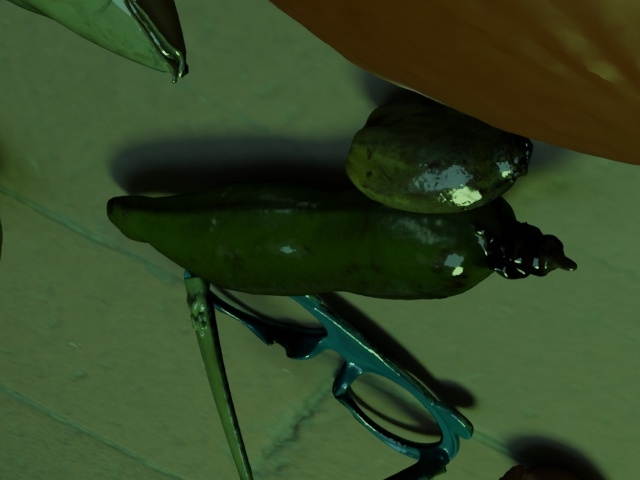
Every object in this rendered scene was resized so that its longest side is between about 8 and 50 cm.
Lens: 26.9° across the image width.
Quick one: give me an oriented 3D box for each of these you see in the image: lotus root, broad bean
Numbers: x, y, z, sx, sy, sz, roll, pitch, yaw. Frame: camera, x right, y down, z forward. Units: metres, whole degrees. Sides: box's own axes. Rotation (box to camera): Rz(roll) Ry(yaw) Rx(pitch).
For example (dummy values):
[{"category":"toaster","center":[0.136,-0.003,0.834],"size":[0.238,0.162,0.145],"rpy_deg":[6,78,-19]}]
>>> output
[{"category":"lotus root","center":[0.058,-0.039,0.637],"size":[0.099,0.054,0.049],"rpy_deg":[5,134,34]},{"category":"broad bean","center":[0.000,0.000,0.740],"size":[0.339,0.061,0.077],"rpy_deg":[1,156,40]}]

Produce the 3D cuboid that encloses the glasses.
[{"category":"glasses","center":[-0.036,0.130,0.899],"size":[0.239,0.207,0.102],"rpy_deg":[43,-177,-24]}]

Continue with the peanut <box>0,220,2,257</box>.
[{"category":"peanut","center":[-0.364,-0.029,0.906],"size":[0.340,0.158,0.174],"rpy_deg":[23,-179,15]}]

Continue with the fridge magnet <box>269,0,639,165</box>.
[{"category":"fridge magnet","center":[0.075,-0.153,0.335],"size":[0.364,0.155,0.363],"rpy_deg":[21,151,12]}]

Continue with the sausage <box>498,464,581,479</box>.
[{"category":"sausage","center":[0.169,0.206,0.925],"size":[0.076,0.076,0.141],"rpy_deg":[0,141,39]}]

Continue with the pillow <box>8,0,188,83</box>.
[{"category":"pillow","center":[-0.157,-0.163,0.512],"size":[0.185,0.075,0.302],"rpy_deg":[54,169,-34]}]
